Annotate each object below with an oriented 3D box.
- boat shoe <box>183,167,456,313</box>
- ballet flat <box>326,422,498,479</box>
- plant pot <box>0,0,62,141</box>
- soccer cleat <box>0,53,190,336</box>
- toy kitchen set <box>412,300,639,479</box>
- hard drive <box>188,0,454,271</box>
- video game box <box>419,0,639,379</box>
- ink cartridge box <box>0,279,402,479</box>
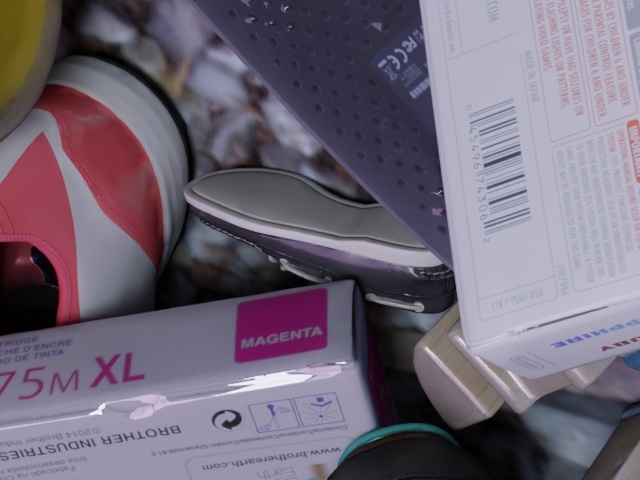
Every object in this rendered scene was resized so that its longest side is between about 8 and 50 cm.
[{"bbox_3d":[0.000,0.000,0.824,0.125,0.046,0.038,12,125,21],"label":"boat shoe"},{"bbox_3d":[0.072,0.193,0.821,0.095,0.096,0.280,-25,130,12],"label":"ballet flat"},{"bbox_3d":[-0.245,-0.096,0.800,0.239,0.254,0.254,-10,116,32],"label":"plant pot"},{"bbox_3d":[-0.123,0.067,0.920,0.109,0.116,0.318,24,134,22],"label":"soccer cleat"},{"bbox_3d":[0.152,0.045,0.712,0.166,0.122,0.207,47,159,-3],"label":"toy kitchen set"},{"bbox_3d":[0.019,-0.121,0.702,0.254,0.054,0.172,48,138,-2],"label":"hard drive"},{"bbox_3d":[0.116,-0.084,0.533,0.187,0.205,0.048,-19,155,30],"label":"video game box"},{"bbox_3d":[-0.039,0.157,0.888,0.186,0.065,0.311,-9,129,10],"label":"ink cartridge box"}]
